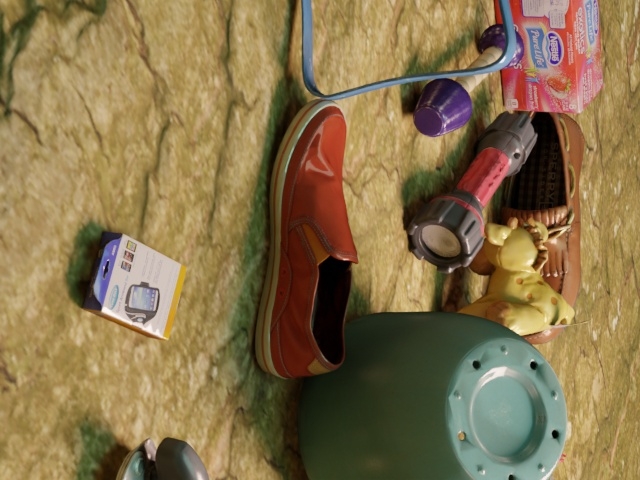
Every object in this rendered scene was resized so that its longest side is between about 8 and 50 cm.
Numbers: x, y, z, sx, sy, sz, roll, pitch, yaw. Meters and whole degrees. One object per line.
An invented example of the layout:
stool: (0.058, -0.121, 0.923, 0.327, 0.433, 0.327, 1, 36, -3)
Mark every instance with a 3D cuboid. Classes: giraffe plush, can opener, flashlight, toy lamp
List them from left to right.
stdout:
can opener: (-0.147, 0.317, 1.495, 0.074, 0.093, 0.280, -57, 147, -39)
toy lamp: (0.209, -0.223, 2.016, 0.275, 0.080, 0.080, -45, 133, -47)
flashlight: (0.229, -0.081, 2.061, 0.304, 0.103, 0.103, -52, 136, -41)
giraffe plush: (0.277, 0.056, 2.103, 0.181, 0.210, 0.171, 7, 72, -74)

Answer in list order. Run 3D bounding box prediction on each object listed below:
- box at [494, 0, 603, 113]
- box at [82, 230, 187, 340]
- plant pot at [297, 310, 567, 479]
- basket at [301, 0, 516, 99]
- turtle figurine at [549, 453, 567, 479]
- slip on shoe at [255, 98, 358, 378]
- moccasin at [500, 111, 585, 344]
box: (0.351, -0.334, 2.195, 0.122, 0.128, 0.257, -43, 131, -49)
box: (-0.187, 0.044, 1.421, 0.136, 0.028, 0.081, 33, 68, -56)
plant pot: (0.156, 0.220, 1.734, 0.293, 0.235, 0.293, 6, 78, -31)
basket: (0.087, -0.315, 1.602, 0.201, 0.254, 0.289, 8, 77, -63)
turtle figurine: (0.330, 0.422, 2.342, 0.175, 0.118, 0.234, -25, 123, -56)
slip on shoe: (0.000, 0.000, 1.670, 0.123, 0.101, 0.331, 12, 84, -59)
moccasin: (0.345, -0.027, 2.238, 0.147, 0.139, 0.380, 31, 69, -58)
